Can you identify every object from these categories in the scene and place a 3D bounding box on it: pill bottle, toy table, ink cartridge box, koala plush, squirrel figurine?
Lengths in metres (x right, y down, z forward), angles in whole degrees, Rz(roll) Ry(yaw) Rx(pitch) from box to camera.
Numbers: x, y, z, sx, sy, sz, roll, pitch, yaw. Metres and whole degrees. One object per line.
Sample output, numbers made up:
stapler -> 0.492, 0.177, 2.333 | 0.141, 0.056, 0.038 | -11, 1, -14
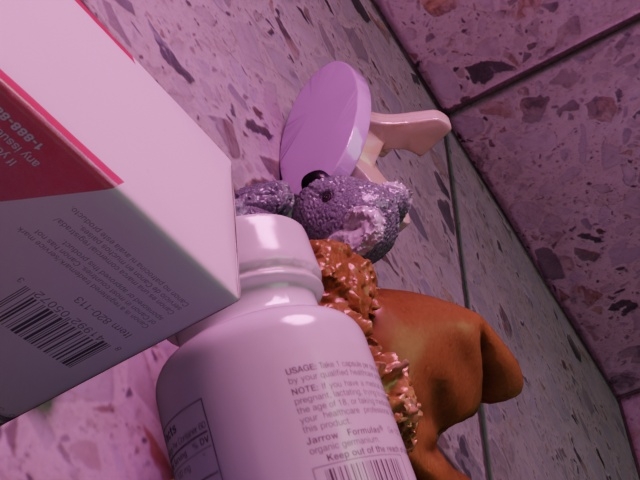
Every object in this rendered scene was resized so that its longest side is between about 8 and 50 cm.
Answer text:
pill bottle -> -0.024, 0.107, 0.534 | 0.131, 0.131, 0.229 | 28, 38, -58
toy table -> 0.052, -0.131, 1.373 | 0.160, 0.252, 0.274 | 31, 44, -28
ink cartridge box -> -0.215, -0.002, 0.486 | 0.207, 0.283, 0.117 | 47, 23, -39
koala plush -> 0.000, 0.000, 1.081 | 0.203, 0.221, 0.196 | 64, 20, -2
squirrel figurine -> 0.007, 0.211, 0.834 | 0.397, 0.280, 0.371 | 58, 34, -44

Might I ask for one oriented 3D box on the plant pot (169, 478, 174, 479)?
plant pot -> -0.087, 0.277, 0.608 | 0.187, 0.212, 0.212 | -14, 79, -58
